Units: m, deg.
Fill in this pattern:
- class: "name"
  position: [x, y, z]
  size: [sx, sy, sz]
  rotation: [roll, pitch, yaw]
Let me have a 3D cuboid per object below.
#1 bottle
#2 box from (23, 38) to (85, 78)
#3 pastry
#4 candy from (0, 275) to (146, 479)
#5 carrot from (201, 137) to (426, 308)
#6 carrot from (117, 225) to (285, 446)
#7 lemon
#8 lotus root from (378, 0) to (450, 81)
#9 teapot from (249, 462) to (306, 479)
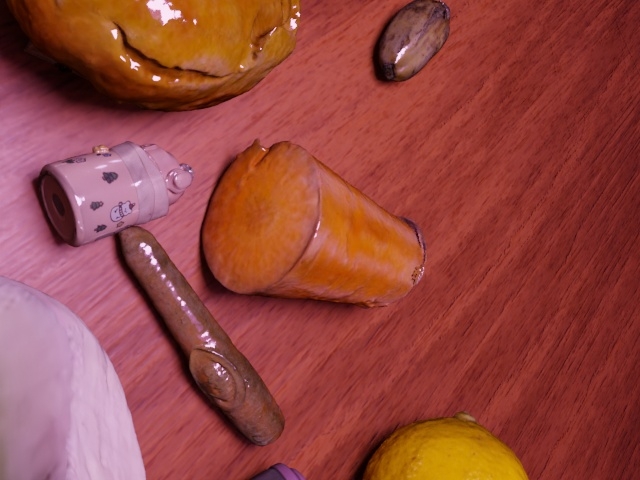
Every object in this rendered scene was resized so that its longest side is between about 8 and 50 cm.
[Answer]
- class: "bottle"
  position: [-0.216, -0.059, 0.687]
  size: [0.152, 0.099, 0.099]
  rotation: [-27, 105, -39]
- class: "box"
  position: [-0.268, -0.224, 0.686]
  size: [0.079, 0.035, 0.083]
  rotation: [19, 76, -37]
- class: "pastry"
  position: [-0.167, -0.293, 0.658]
  size: [0.356, 0.164, 0.356]
  rotation: [23, 56, -40]
- class: "candy"
  position: [-0.332, 0.244, 0.466]
  size: [0.427, 0.186, 0.386]
  rotation: [-29, 66, -16]
- class: "carrot"
  position: [0.000, 0.000, 0.831]
  size: [0.254, 0.196, 0.196]
  rotation: [23, 74, -48]
- class: "carrot"
  position: [-0.145, 0.118, 0.759]
  size: [0.070, 0.070, 0.342]
  rotation: [-43, 113, -31]
- class: "lemon"
  position: [0.167, 0.399, 0.885]
  size: [0.245, 0.245, 0.320]
  rotation: [30, 72, -34]
- class: "lotus root"
  position: [0.145, -0.320, 0.995]
  size: [0.179, 0.080, 0.089]
  rotation: [-50, 131, -24]
- class: "teapot"
  position: [-0.082, 0.362, 0.789]
  size: [0.146, 0.148, 0.116]
  rotation: [-19, 64, -26]
